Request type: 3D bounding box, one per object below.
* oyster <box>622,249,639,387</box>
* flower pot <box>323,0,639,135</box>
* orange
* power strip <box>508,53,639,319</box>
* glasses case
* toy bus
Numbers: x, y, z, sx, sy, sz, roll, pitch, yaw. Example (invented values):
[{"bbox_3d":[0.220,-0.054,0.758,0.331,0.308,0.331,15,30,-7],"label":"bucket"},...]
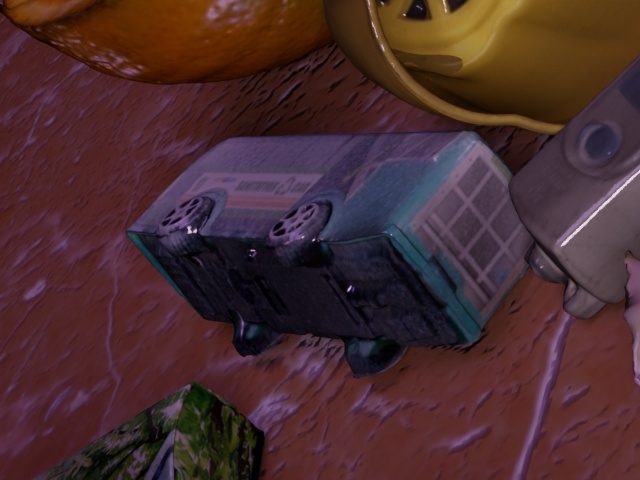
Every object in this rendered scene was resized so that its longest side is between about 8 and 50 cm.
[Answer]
[{"bbox_3d":[0.179,0.055,0.682,0.209,0.072,0.133,14,59,40],"label":"oyster"},{"bbox_3d":[0.080,-0.148,0.975,0.195,0.195,0.179,-53,14,-6],"label":"flower pot"},{"bbox_3d":[-0.054,-0.228,1.196,0.310,0.274,0.274,-25,13,-31],"label":"orange"},{"bbox_3d":[0.193,-0.086,0.855,0.286,0.048,0.080,-44,28,9],"label":"power strip"},{"bbox_3d":[-0.148,0.174,1.028,0.272,0.062,0.095,-33,31,31],"label":"glasses case"},{"bbox_3d":[0.000,0.000,1.001,0.109,0.091,0.262,-48,26,-20],"label":"toy bus"}]
